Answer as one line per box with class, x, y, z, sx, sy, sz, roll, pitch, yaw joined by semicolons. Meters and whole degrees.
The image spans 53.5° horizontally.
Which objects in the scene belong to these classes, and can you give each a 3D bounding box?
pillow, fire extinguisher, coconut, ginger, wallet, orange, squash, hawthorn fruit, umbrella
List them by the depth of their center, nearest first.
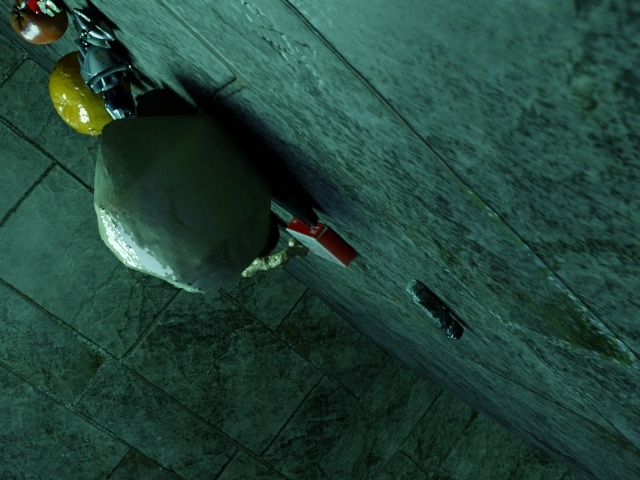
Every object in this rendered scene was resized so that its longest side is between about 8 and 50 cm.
pillow;-0.468;-0.436;1.307;0.091;0.055;0.135;7;-173;-20
coconut;-0.309;-0.088;1.348;0.415;0.345;0.415;31;149;21
umbrella;0.257;0.156;1.413;0.188;0.046;0.050;47;177;-25
hawthorn fruit;-0.644;-0.506;1.460;0.125;0.125;0.140;35;170;24
wallet;-0.126;-0.135;1.495;0.318;0.045;0.172;32;167;45
fire extinguisher;-0.387;-0.279;1.599;0.114;0.135;0.337;43;167;-4
orange;-0.595;-0.384;1.652;0.219;0.193;0.219;22;121;43
ginger;-0.135;0.059;2.044;0.149;0.258;0.065;12;-129;-56
squash;-0.251;-0.050;2.110;0.252;0.165;0.252;39;175;4

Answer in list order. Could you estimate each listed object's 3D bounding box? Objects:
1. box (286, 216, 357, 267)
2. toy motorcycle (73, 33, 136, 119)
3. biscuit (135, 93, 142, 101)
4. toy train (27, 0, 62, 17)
box;0.000;0.000;1.676;0.123;0.050;0.229;40;172;-22
toy motorcycle;-0.489;-0.371;1.471;0.159;0.106;0.271;48;162;43
biscuit;-0.489;-0.381;1.814;0.089;0.027;0.087;45;171;-36
toy train;-0.505;-0.476;1.135;0.131;0.083;0.204;43;170;-29
